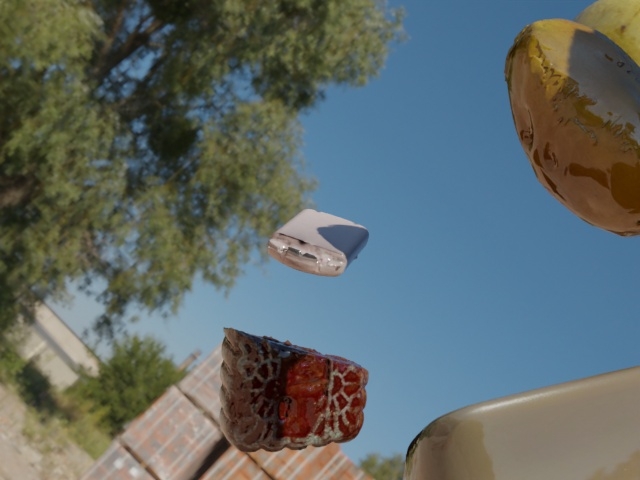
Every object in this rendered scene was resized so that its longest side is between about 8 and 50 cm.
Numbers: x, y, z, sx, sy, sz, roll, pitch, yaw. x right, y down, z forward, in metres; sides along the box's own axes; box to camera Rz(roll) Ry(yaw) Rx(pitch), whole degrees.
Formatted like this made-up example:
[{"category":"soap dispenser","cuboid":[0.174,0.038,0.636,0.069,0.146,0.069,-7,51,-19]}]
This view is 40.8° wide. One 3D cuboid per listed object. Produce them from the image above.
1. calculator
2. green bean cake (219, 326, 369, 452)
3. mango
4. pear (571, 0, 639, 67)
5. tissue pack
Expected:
[{"category":"calculator","cuboid":[0.000,0.000,1.067,0.100,0.032,0.175,19,20,11]},{"category":"green bean cake","cuboid":[-0.040,0.225,1.330,0.097,0.233,0.198,-145,-120,-67]},{"category":"mango","cuboid":[0.278,-0.114,0.869,0.248,0.151,0.156,60,4,5]},{"category":"pear","cuboid":[0.497,-0.211,1.283,0.348,0.348,0.348,41,-18,16]},{"category":"tissue pack","cuboid":[0.193,0.261,0.609,0.387,0.267,0.276,79,1,-66]}]
